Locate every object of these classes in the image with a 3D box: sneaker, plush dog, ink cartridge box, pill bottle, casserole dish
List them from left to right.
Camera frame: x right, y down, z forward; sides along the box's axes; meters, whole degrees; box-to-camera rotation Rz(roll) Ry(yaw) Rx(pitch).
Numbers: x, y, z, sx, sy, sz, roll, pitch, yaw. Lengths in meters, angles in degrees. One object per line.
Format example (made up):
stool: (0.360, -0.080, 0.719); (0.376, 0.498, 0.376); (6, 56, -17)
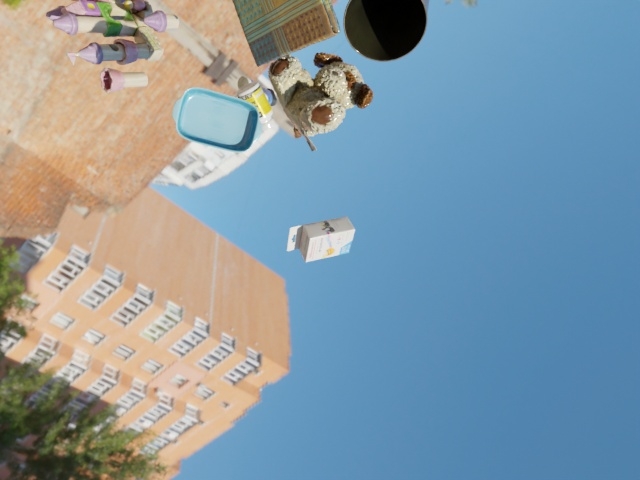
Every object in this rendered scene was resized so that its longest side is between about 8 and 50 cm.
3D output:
casserole dish: (-0.219, -0.254, 1.265); (0.037, 0.189, 0.114); (-150, -106, -73)
pill bottle: (-0.161, -0.340, 1.517); (0.065, 0.116, 0.065); (-22, -150, 13)
sneaker: (-0.207, -0.494, 1.980); (0.152, 0.085, 0.058); (41, -65, 29)
ink cartridge box: (0.000, 0.000, 1.729); (0.104, 0.181, 0.061); (101, -30, -45)
plush dog: (0.017, -0.383, 1.576); (0.225, 0.210, 0.262); (-35, -112, -12)

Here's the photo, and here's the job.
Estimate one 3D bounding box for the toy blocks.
toy blocks: (-0.566, -0.578, 1.522); (0.260, 0.288, 0.309); (-19, 165, -47)

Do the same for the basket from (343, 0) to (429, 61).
basket: (0.145, -0.501, 1.148); (0.204, 0.154, 0.226); (113, -7, -66)

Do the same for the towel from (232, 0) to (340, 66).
towel: (-0.110, -0.552, 1.164); (0.040, 0.370, 0.271); (-33, -160, -35)
